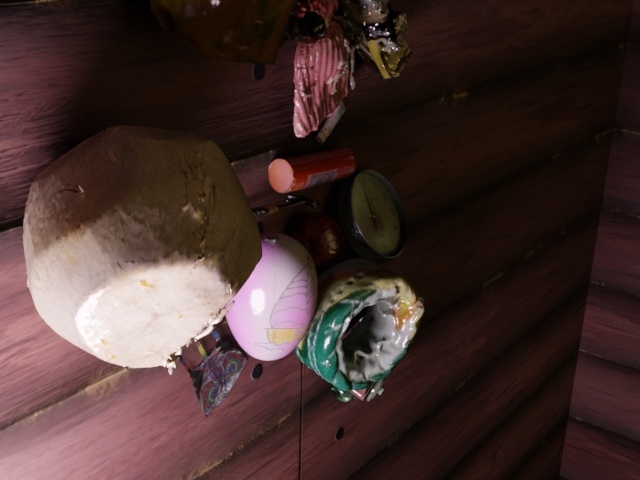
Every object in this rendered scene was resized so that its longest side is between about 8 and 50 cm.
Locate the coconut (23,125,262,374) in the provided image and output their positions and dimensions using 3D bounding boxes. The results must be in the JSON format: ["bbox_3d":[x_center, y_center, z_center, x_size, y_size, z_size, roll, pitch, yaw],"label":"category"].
[{"bbox_3d":[-0.267,-0.007,1.334,0.346,0.360,0.346,-12,135,-12],"label":"coconut"}]

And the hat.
[{"bbox_3d":[0.010,-0.369,1.774,0.236,0.107,0.286,-51,147,-45],"label":"hat"}]

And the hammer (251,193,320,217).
[{"bbox_3d":[-0.099,-0.066,1.800,0.201,0.078,0.021,-14,114,-40],"label":"hammer"}]

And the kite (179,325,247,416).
[{"bbox_3d":[-0.233,0.236,1.772,0.152,0.015,0.285,-55,143,-25],"label":"kite"}]

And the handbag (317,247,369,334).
[{"bbox_3d":[0.041,0.133,2.037,0.260,0.113,0.162,-42,127,-34],"label":"handbag"}]

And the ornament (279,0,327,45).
[{"bbox_3d":[-0.060,-0.411,1.577,0.153,0.196,0.166,-57,144,-21],"label":"ornament"}]

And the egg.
[{"bbox_3d":[-0.100,0.116,1.750,0.196,0.196,0.271,-19,114,-50],"label":"egg"}]

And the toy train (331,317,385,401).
[{"bbox_3d":[0.135,0.253,2.147,0.304,0.150,0.221,-51,166,-27],"label":"toy train"}]

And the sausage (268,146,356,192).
[{"bbox_3d":[-0.001,-0.157,1.884,0.274,0.074,0.074,-19,119,-50],"label":"sausage"}]

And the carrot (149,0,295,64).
[{"bbox_3d":[-0.133,-0.450,1.366,0.241,0.241,0.340,-28,147,-47],"label":"carrot"}]

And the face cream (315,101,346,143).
[{"bbox_3d":[0.025,-0.261,1.920,0.115,0.020,0.038,-58,143,-23],"label":"face cream"}]

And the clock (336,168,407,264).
[{"bbox_3d":[0.124,-0.057,2.036,0.226,0.049,0.226,26,55,-45],"label":"clock"}]

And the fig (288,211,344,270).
[{"bbox_3d":[-0.003,0.010,1.915,0.128,0.128,0.150,-63,151,-14],"label":"fig"}]

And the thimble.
[{"bbox_3d":[0.082,0.176,1.896,0.288,0.167,0.254,-34,126,-19],"label":"thimble"}]

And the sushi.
[{"bbox_3d":[0.122,-0.486,1.869,0.139,0.131,0.291,-54,134,-24],"label":"sushi"}]
